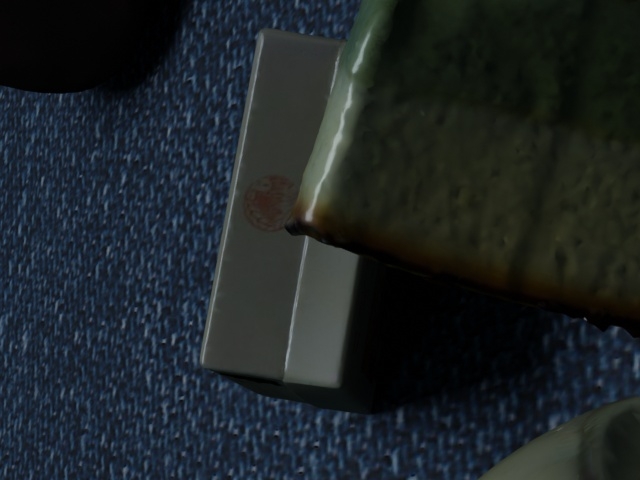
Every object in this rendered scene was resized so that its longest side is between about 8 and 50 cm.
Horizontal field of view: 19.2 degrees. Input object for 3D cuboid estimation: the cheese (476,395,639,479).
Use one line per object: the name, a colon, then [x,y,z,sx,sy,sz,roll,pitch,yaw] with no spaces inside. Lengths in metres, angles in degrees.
cheese: [0.103,0.184,0.567,0.233,0.127,0.266,-65,26,27]

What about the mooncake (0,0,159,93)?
mooncake: [-0.178,-0.279,1.264,0.334,0.174,0.326,-51,39,35]

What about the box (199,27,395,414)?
box: [0.000,0.000,0.813,0.201,0.058,0.141,67,-148,-80]

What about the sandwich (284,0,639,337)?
sandwich: [0.067,-0.039,0.630,0.186,0.220,0.108,27,103,62]
